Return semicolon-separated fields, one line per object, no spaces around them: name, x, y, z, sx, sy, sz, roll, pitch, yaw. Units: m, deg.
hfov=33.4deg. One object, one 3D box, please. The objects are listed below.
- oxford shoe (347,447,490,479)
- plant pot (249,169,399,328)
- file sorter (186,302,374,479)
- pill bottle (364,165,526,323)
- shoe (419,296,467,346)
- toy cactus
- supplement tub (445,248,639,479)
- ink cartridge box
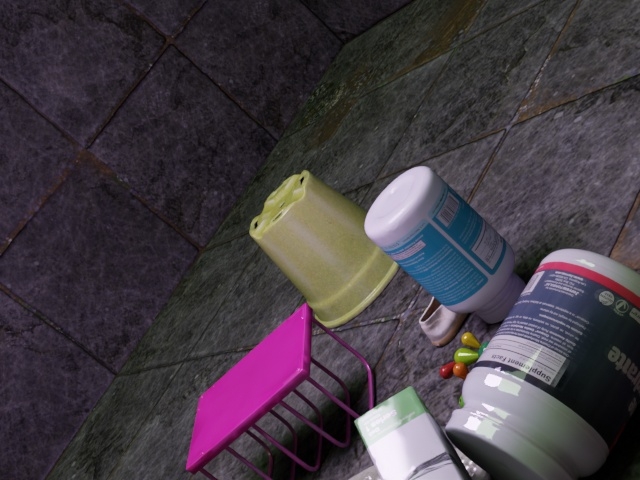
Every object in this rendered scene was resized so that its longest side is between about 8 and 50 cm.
oxford shoe;0.041;0.434;1.464;0.449;0.130;0.169;-33;20;1
plant pot;0.000;0.000;2.226;0.276;0.254;0.276;-43;19;19
file sorter;-0.063;0.302;1.865;0.290;0.182;0.202;-42;20;21
pill bottle;0.206;0.016;1.692;0.146;0.264;0.146;-42;18;17
shoe;0.240;0.078;1.819;0.219;0.058;0.076;-55;19;-21
toy cactus;0.262;0.172;1.539;0.180;0.112;0.219;-40;9;-6
supplement tub;0.294;0.164;1.300;0.272;0.191;0.191;-54;19;-16
ink cartridge box;0.142;0.312;1.286;0.092;0.160;0.219;-31;39;3
